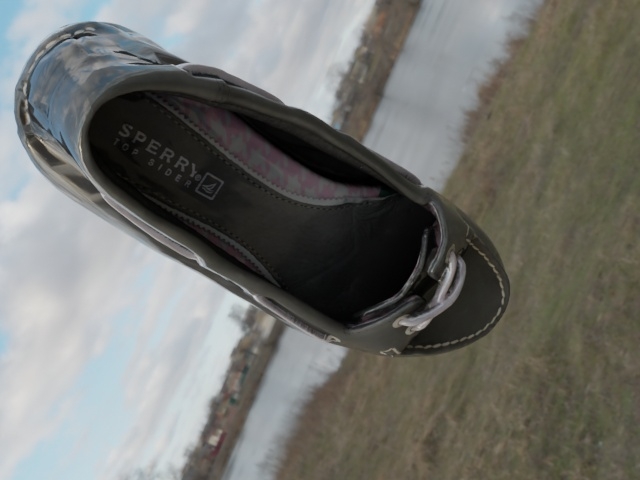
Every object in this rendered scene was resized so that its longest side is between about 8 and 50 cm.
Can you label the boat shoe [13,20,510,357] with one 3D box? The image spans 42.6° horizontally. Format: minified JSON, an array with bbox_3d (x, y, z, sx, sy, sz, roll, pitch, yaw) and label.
[{"bbox_3d":[0.000,0.000,0.434,0.112,0.335,0.095,-60,34,4],"label":"boat shoe"}]
